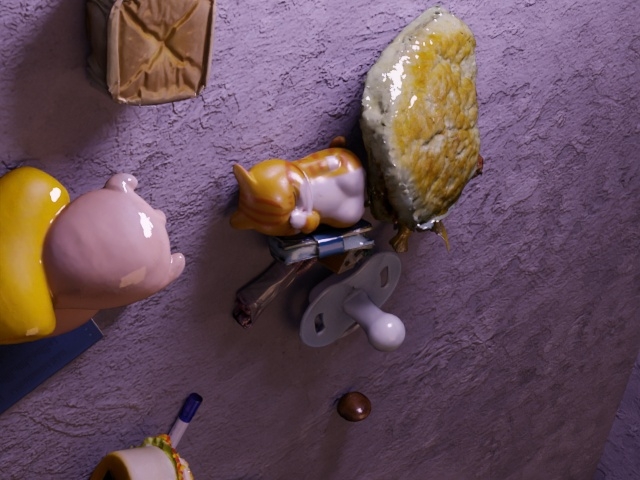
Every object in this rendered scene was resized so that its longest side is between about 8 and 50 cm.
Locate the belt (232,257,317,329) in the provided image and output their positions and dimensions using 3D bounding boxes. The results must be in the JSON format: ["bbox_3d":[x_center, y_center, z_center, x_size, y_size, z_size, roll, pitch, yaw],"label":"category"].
[{"bbox_3d":[-0.100,0.089,2.078,0.232,0.053,0.071,-46,149,-6],"label":"belt"}]

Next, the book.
[{"bbox_3d":[-0.541,0.200,1.757,0.269,0.025,0.190,-38,141,-15],"label":"book"}]

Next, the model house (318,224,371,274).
[{"bbox_3d":[0.040,0.011,2.123,0.100,0.088,0.100,-41,137,-14],"label":"model house"}]

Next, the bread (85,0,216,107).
[{"bbox_3d":[-0.270,-0.328,1.527,0.192,0.110,0.209,-15,130,-28],"label":"bread"}]

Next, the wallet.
[{"bbox_3d":[0.000,0.001,1.993,0.202,0.141,0.059,-10,100,-14],"label":"wallet"}]

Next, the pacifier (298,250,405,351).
[{"bbox_3d":[0.101,0.169,2.194,0.299,0.233,0.244,-34,142,-18],"label":"pacifier"}]

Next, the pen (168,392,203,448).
[{"bbox_3d":[-0.336,0.456,2.161,0.033,0.033,0.269,14,111,-49],"label":"pen"}]

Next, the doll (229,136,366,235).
[{"bbox_3d":[-0.032,-0.096,1.901,0.270,0.162,0.166,-15,117,-33],"label":"doll"}]

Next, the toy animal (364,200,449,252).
[{"bbox_3d":[0.195,-0.056,2.231,0.219,0.155,0.095,23,135,-9],"label":"toy animal"}]

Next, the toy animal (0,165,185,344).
[{"bbox_3d":[-0.424,0.025,1.597,0.345,0.277,0.247,-25,165,-14],"label":"toy animal"}]

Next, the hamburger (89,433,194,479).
[{"bbox_3d":[-0.370,0.564,2.024,0.179,0.276,0.294,17,113,-38],"label":"hamburger"}]

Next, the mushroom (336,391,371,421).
[{"bbox_3d":[0.086,0.429,2.529,0.088,0.072,0.129,-25,179,-1],"label":"mushroom"}]

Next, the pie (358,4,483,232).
[{"bbox_3d":[0.197,-0.241,1.984,0.395,0.181,0.418,-45,136,-41],"label":"pie"}]
